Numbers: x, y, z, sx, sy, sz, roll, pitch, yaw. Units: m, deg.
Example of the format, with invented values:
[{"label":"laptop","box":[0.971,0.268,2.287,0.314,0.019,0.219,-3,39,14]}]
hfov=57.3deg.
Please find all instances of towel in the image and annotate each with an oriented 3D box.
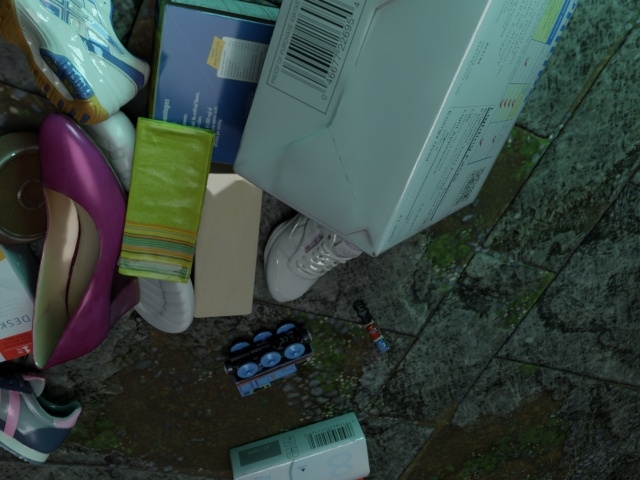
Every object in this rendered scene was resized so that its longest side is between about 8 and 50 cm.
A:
[{"label":"towel","box":[-0.213,-0.046,0.804,0.102,0.021,0.237,7,119,-18]}]

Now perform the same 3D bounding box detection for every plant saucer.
[{"label":"plant saucer","box":[-0.412,-0.069,0.829,0.168,0.029,0.168,-39,139,-44]}]

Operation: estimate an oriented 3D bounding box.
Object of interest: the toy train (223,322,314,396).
[{"label":"toy train","box":[-0.099,0.236,1.172,0.184,0.080,0.105,-21,136,-7]}]

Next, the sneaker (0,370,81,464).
[{"label":"sneaker","box":[-0.568,0.261,1.029,0.131,0.112,0.319,-48,125,-15]}]

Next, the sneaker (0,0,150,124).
[{"label":"sneaker","box":[-0.338,-0.295,0.734,0.131,0.112,0.296,-48,118,-35]}]

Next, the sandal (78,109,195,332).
[{"label":"sandal","box":[-0.261,-0.021,0.922,0.102,0.169,0.416,-43,141,-40]}]

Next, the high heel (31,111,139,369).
[{"label":"high heel","box":[-0.359,0.018,0.814,0.181,0.127,0.377,-46,145,-40]}]

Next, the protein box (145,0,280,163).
[{"label":"protein box","box":[-0.131,-0.223,0.816,0.201,0.136,0.200,4,121,-21]}]

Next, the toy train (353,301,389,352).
[{"label":"toy train","box":[0.111,0.187,1.232,0.027,0.036,0.158,-30,127,2]}]

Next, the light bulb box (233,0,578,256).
[{"label":"light bulb box","box":[0.124,-0.216,0.752,0.361,0.225,0.358,-23,141,-56]}]

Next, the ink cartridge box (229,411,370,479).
[{"label":"ink cartridge box","box":[-0.032,0.612,1.433,0.308,0.091,0.385,-15,125,-9]}]

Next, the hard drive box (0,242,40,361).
[{"label":"hard drive box","box":[-0.534,0.079,0.910,0.181,0.089,0.232,-17,126,-7]}]

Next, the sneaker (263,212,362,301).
[{"label":"sneaker","box":[0.000,0.000,1.000,0.114,0.152,0.305,19,116,-31]}]

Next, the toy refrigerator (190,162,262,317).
[{"label":"toy refrigerator","box":[-0.162,-0.008,0.977,0.102,0.094,0.269,-2,121,-17]}]
